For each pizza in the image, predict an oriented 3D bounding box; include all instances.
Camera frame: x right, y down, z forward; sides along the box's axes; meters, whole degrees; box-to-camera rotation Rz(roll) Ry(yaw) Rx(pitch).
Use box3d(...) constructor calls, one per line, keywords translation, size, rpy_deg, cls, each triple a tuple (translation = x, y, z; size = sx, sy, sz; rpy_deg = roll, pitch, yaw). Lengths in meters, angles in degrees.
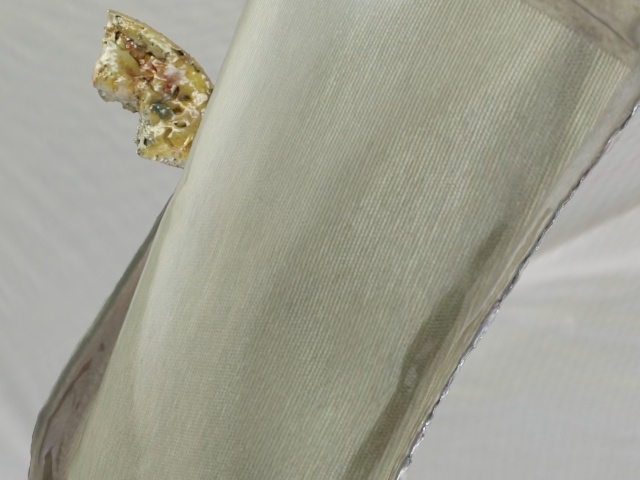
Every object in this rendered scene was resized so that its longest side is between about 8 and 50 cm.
box3d(translation=(-0.053, -0.047, 0.646), size=(0.083, 0.037, 0.016), rpy_deg=(56, -24, 24), cls="pizza")

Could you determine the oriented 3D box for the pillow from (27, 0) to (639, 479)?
box3d(translation=(0.000, 0.000, 0.389), size=(0.130, 0.038, 0.233), rpy_deg=(47, -62, 49), cls="pillow")
